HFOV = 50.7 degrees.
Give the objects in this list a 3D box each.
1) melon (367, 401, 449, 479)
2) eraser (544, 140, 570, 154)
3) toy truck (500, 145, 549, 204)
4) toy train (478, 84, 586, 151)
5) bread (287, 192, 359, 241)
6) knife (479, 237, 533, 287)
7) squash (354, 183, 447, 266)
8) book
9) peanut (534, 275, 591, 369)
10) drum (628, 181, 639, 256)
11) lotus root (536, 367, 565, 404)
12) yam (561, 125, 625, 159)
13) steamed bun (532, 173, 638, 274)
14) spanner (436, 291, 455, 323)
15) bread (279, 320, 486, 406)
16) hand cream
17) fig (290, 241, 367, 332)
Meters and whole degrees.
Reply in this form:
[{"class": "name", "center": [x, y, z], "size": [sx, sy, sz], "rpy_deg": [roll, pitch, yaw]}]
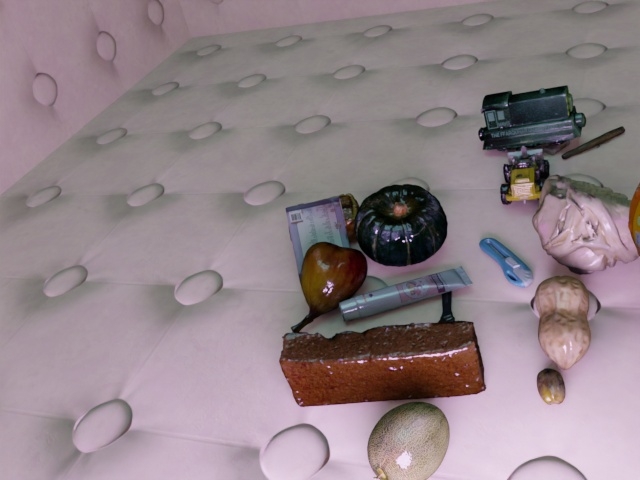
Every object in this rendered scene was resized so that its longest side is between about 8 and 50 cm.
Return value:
[{"class": "melon", "center": [0.162, 0.386, 1.267], "size": [0.139, 0.139, 0.192], "rpy_deg": [20, 45, 41]}, {"class": "eraser", "center": [0.743, -0.297, 2.118], "size": [0.083, 0.019, 0.038], "rpy_deg": [-33, 36, -24]}, {"class": "toy truck", "center": [0.593, -0.198, 1.958], "size": [0.136, 0.111, 0.285], "rpy_deg": [-4, 33, 20]}, {"class": "toy train", "center": [0.654, -0.386, 2.122], "size": [0.331, 0.178, 0.138], "rpy_deg": [-5, 30, 27]}, {"class": "bread", "center": [0.016, -0.048, 1.987], "size": [0.222, 0.096, 0.181], "rpy_deg": [-14, 35, -1]}, {"class": "knife", "center": [0.470, 0.051, 1.718], "size": [0.064, 0.031, 0.222], "rpy_deg": [-24, 34, -5]}, {"class": "squash", "center": [0.216, -0.040, 1.830], "size": [0.252, 0.165, 0.252], "rpy_deg": [-10, 37, 8]}, {"class": "book", "center": [0.000, 0.000, 1.872], "size": [0.158, 0.026, 0.231], "rpy_deg": [-12, 71, 1]}, {"class": "peanut", "center": [0.523, 0.163, 1.456], "size": [0.124, 0.123, 0.256], "rpy_deg": [-3, 34, 19]}, {"class": "drum", "center": [0.846, -0.017, 1.328], "size": [0.432, 0.431, 0.214], "rpy_deg": [-7, 35, 12]}, {"class": "lotus root", "center": [0.464, 0.290, 1.362], "size": [0.054, 0.049, 0.099], "rpy_deg": [-8, 29, 14]}, {"class": "yam", "center": [0.843, -0.299, 2.080], "size": [0.234, 0.029, 0.027], "rpy_deg": [-25, 8, -11]}, {"class": "steamed bun", "center": [0.650, -0.020, 1.614], "size": [0.280, 0.207, 0.268], "rpy_deg": [10, 20, -17]}, {"class": "spanner", "center": [0.307, 0.154, 1.654], "size": [0.046, 0.012, 0.208], "rpy_deg": [-6, 35, 15]}, {"class": "bread", "center": [0.133, 0.261, 1.437], "size": [0.417, 0.165, 0.113], "rpy_deg": [-6, 40, 13]}, {"class": "hand cream", "center": [0.211, 0.136, 1.687], "size": [0.331, 0.058, 0.085], "rpy_deg": [-14, 27, -4]}, {"class": "fig", "center": [0.005, 0.122, 1.725], "size": [0.170, 0.145, 0.274], "rpy_deg": [23, 65, 16]}]
